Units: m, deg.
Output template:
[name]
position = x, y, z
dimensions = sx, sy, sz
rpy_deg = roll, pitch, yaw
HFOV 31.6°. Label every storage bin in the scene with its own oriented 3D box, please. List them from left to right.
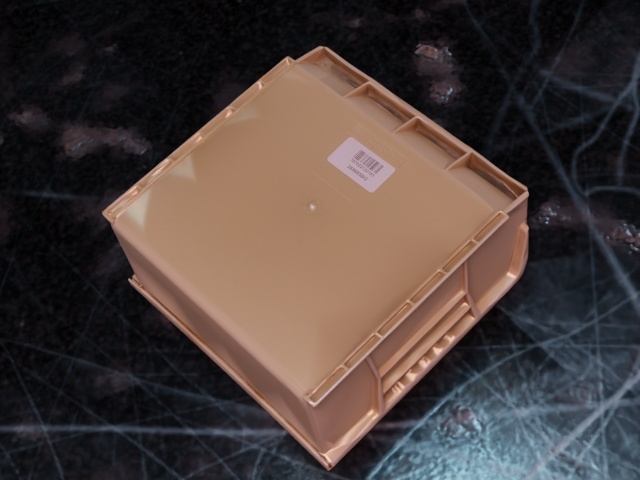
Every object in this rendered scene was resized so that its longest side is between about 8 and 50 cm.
[storage bin]
position = 0.000, 0.000, 0.966
dimensions = 0.260, 0.123, 0.262
rpy_deg = -42, 62, -16
